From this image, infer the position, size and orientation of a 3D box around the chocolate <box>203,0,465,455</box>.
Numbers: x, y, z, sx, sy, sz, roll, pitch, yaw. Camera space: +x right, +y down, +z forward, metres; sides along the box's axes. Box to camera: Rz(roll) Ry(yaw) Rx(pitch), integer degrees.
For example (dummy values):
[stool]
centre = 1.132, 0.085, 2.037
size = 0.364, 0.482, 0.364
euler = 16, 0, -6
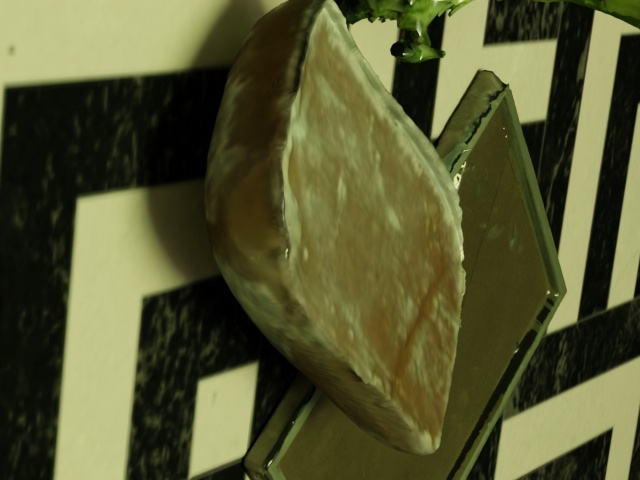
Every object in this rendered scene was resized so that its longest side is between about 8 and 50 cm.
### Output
[chocolate]
centre = -0.001, -0.002, 0.917
size = 0.254, 0.080, 0.157
euler = 53, 43, -52

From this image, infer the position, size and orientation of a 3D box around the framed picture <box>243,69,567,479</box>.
[framed picture]
centre = 0.068, 0.079, 1.123
size = 0.315, 0.024, 0.232
euler = -56, 145, -28

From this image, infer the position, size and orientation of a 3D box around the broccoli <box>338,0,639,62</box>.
[broccoli]
centre = 0.139, -0.143, 0.876
size = 0.145, 0.304, 0.165
euler = -15, 130, -58
